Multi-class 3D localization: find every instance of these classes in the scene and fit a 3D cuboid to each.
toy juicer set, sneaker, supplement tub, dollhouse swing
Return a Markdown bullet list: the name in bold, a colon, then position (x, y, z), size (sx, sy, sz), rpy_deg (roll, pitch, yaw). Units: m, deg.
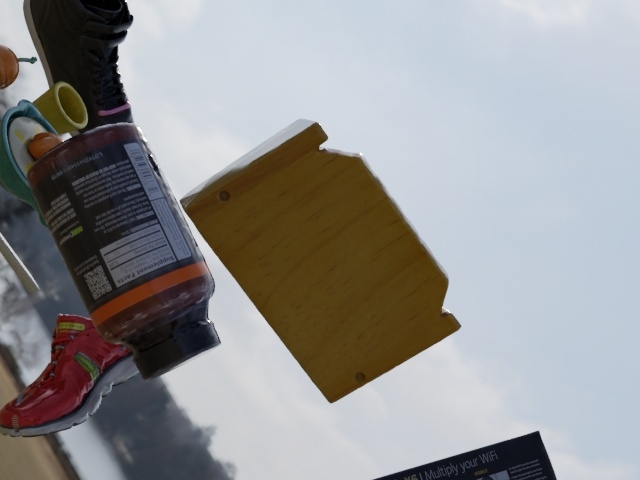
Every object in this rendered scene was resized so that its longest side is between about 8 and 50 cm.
- **toy juicer set**: position (-0.375, -0.123, 1.427), size (0.209, 0.089, 0.329), rpy_deg (49, 26, -40)
- **sneaker**: position (-0.329, 0.157, 1.511), size (0.107, 0.279, 0.118), rpy_deg (-1, -67, 26)
- **supplement tub**: position (-0.154, 0.011, 0.948), size (0.198, 0.106, 0.106), rpy_deg (64, -12, 4)
- **sneaker**: position (-0.313, -0.248, 1.650), size (0.147, 0.104, 0.296), rpy_deg (-23, -88, 46)
- **dollhouse swing**: position (0.000, 0.000, 1.701), size (0.347, 0.315, 0.305), rpy_deg (54, 18, -13)

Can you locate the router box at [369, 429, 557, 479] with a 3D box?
- **router box**: position (0.118, 0.340, 1.126), size (0.081, 0.309, 0.243), rpy_deg (-41, -117, 56)
